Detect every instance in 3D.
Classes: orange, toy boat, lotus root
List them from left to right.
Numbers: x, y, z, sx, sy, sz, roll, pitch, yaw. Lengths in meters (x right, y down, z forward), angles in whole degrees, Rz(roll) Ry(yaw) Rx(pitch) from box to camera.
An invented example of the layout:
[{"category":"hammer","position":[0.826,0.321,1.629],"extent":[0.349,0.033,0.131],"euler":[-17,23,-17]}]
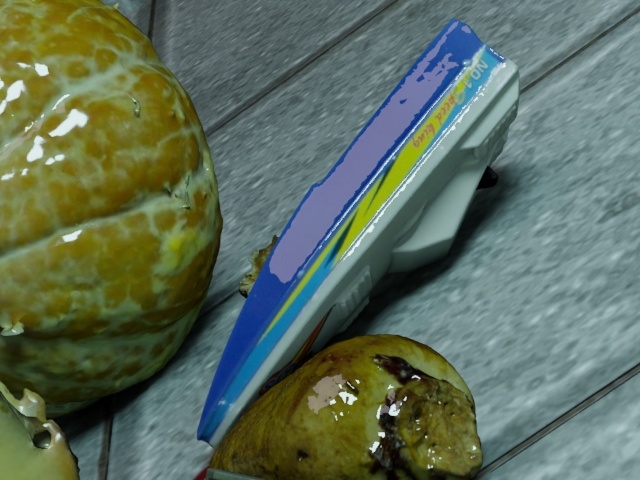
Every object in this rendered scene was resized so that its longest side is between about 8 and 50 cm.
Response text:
[{"category":"orange","position":[-0.227,-0.028,1.411],"extent":[0.329,0.329,0.249],"euler":[-25,11,37]},{"category":"lotus root","position":[-0.004,0.109,0.999],"extent":[0.108,0.094,0.191],"euler":[-5,-17,-44]},{"category":"toy boat","position":[0.020,0.010,1.221],"extent":[0.295,0.088,0.129],"euler":[-51,-8,-14]}]

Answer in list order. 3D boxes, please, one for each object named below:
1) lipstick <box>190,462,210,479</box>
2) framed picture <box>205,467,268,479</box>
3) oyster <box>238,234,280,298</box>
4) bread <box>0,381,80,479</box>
[{"category":"lipstick","position":[-0.041,0.122,1.150],"extent":[0.176,0.027,0.027],"euler":[-44,17,-25]},{"category":"framed picture","position":[-0.026,0.164,0.910],"extent":[0.149,0.011,0.109],"euler":[-1,79,64]},{"category":"oyster","position":[0.001,0.001,1.385],"extent":[0.132,0.029,0.086],"euler":[-27,25,22]},{"category":"bread","position":[-0.266,0.169,1.205],"extent":[0.262,0.204,0.162],"euler":[-39,5,6]}]
